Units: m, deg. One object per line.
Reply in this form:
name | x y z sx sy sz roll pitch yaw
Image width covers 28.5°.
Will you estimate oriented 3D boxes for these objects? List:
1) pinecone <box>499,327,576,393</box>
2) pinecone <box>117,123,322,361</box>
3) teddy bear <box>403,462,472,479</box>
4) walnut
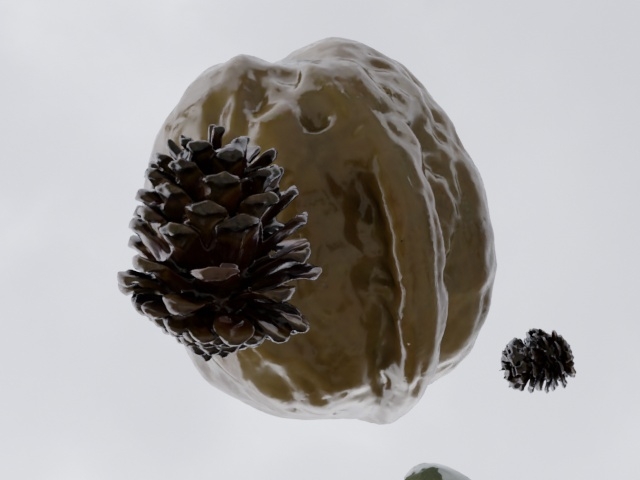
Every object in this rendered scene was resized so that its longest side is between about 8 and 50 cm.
pinecone | 0.238 0.135 1.384 0.083 0.077 0.077 -27 -65 -5
pinecone | -0.053 0.002 0.605 0.102 0.102 0.109 -21 -77 -24
teddy bear | -0.007 0.231 0.696 0.256 0.267 0.156 21 -61 -16
walnut | 0.000 0.000 0.835 0.224 0.257 0.257 -15 -71 -27
